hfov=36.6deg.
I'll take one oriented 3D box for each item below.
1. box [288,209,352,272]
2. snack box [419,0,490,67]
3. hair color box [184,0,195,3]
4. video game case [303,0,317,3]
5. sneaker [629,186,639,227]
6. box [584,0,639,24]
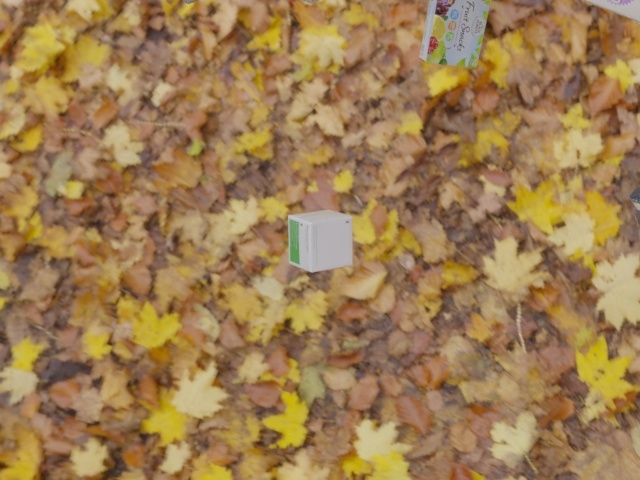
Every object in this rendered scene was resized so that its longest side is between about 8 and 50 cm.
[{"bbox_3d":[0.000,0.000,1.872,0.087,0.101,0.101,19,114,53],"label":"box"},{"bbox_3d":[0.233,-0.375,1.671,0.037,0.100,0.141,-124,39,-61],"label":"snack box"},{"bbox_3d":[-0.134,-0.352,0.618,0.113,0.374,0.185,-20,59,13],"label":"hair color box"},{"bbox_3d":[-0.014,-0.544,1.796,0.269,0.244,0.061,-22,73,43],"label":"video game case"},{"bbox_3d":[0.568,0.003,1.426,0.112,0.319,0.131,-22,108,2],"label":"sneaker"},{"bbox_3d":[0.171,-0.247,0.440,0.063,0.324,0.067,31,61,28],"label":"box"}]
